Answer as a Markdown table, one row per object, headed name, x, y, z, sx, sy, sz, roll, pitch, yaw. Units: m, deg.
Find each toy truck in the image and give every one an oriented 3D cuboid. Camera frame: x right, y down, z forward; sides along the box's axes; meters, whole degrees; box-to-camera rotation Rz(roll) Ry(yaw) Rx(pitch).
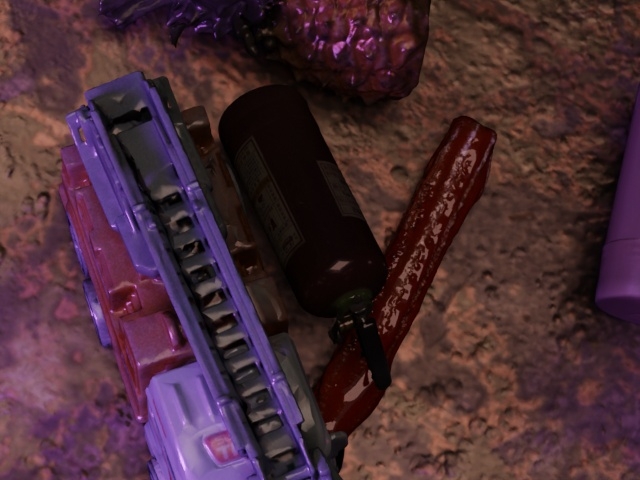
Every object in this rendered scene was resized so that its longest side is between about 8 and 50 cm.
| name | x | y | z | sx | sy | sz | roll | pitch | yaw |
| --- | --- | --- | --- | --- | --- | --- | --- | --- | --- |
| toy truck | -0.081 | 0.061 | 1.226 | 0.133 | 0.184 | 0.338 | -18 | 69 | -9 |

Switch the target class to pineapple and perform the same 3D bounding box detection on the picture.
| name | x | y | z | sx | sy | sz | roll | pitch | yaw |
| --- | --- | --- | --- | --- | --- | --- | --- | --- | --- |
| pineapple | -0.041 | -0.180 | 1.336 | 0.248 | 0.128 | 0.128 | 12 | 79 | -1 |

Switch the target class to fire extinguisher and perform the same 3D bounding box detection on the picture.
| name | x | y | z | sx | sy | sz | roll | pitch | yaw |
| --- | --- | --- | --- | --- | --- | --- | --- | --- | --- |
| fire extinguisher | 0.000 | 0.000 | 1.300 | 0.071 | 0.099 | 0.231 | -23 | 61 | -6 |

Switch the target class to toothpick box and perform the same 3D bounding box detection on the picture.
| name | x | y | z | sx | sy | sz | roll | pitch | yaw |
| --- | --- | --- | --- | --- | --- | --- | --- | --- | --- |
| toothpick box | 0.276 | -0.026 | 1.356 | 0.111 | 0.111 | 0.180 | 14 | 78 | -6 |

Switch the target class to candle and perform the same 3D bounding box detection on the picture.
| name | x | y | z | sx | sy | sz | roll | pitch | yaw |
| --- | --- | --- | --- | --- | --- | --- | --- | --- | --- |
| candle | 0.051 | 0.052 | 1.341 | 0.051 | 0.048 | 0.329 | 27 | 77 | 5 |
